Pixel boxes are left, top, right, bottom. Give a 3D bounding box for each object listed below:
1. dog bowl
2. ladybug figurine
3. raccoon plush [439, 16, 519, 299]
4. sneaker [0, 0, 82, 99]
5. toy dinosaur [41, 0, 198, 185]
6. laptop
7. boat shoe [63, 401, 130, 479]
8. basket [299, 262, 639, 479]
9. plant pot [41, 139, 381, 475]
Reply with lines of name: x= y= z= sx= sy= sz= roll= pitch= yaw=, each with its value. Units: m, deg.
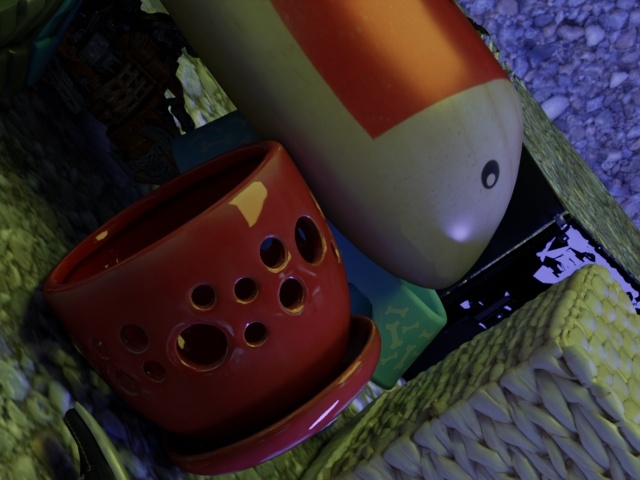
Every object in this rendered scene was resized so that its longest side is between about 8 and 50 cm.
dog bowl: x=0.000 y=0.000 z=1.549 sx=0.297 sy=0.074 sz=0.166 roll=43 pitch=14 yaw=-43
ladybug figurine: x=0.000 y=-0.174 z=1.465 sx=0.449 sy=0.162 sz=0.305 roll=53 pitch=10 yaw=5
raccoon plush: x=0.058 y=-0.133 z=2.023 sx=0.299 sy=0.216 sz=0.446 roll=27 pitch=32 yaw=-43
sneaker: x=-0.280 y=-0.140 z=1.284 sx=0.140 sy=0.125 sz=0.341 roll=31 pitch=17 yaw=5
toy dinosaur: x=-0.180 y=-0.201 z=1.585 sx=0.218 sy=0.164 sz=0.321 roll=-38 pitch=115 yaw=-57
laptop: x=0.145 y=0.017 z=1.886 sx=0.264 sy=0.234 sz=0.136 roll=40 pitch=23 yaw=-39
boat shoe: x=-0.129 y=0.158 z=1.203 sx=0.125 sy=0.038 sz=0.046 roll=59 pitch=-2 yaw=9
basket: x=0.190 y=0.232 z=1.553 sx=0.328 sy=0.266 sz=0.331 roll=54 pitch=15 yaw=0
plant pot: x=-0.066 y=0.050 z=1.336 sx=0.174 sy=0.191 sz=0.191 roll=59 pitch=15 yaw=-15
